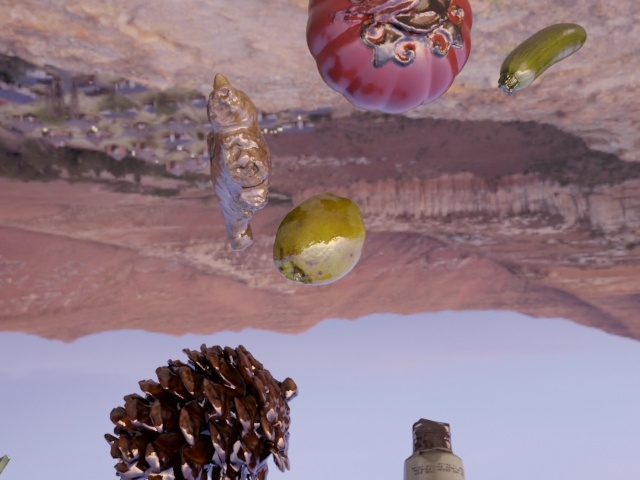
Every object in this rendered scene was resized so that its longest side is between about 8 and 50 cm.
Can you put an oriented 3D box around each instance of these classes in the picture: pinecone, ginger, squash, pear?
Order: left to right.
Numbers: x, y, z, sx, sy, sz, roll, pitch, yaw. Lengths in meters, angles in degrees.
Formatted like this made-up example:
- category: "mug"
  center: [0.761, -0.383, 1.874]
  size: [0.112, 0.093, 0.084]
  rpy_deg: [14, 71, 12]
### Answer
- category: "pinecone"
  center: [-0.156, 0.256, 0.869]
  size: [0.272, 0.224, 0.224]
  rpy_deg: [-17, -179, -14]
- category: "ginger"
  center: [-0.116, -0.105, 0.882]
  size: [0.080, 0.166, 0.333]
  rpy_deg: [-13, 166, -9]
- category: "pear"
  center: [0.000, 0.000, 0.785]
  size: [0.107, 0.131, 0.107]
  rpy_deg: [24, 154, 12]
- category: "squash"
  center: [0.381, -0.324, 1.094]
  size: [0.258, 0.069, 0.069]
  rpy_deg: [-35, -165, -31]

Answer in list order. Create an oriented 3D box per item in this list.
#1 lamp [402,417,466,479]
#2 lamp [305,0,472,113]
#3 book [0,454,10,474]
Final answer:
- category: "lamp"
  center: [0.179, 0.407, 0.866]
  size: [0.181, 0.314, 0.182]
  rpy_deg: [15, 153, 8]
- category: "lamp"
  center: [0.093, -0.282, 0.832]
  size: [0.226, 0.227, 0.227]
  rpy_deg: [-4, 178, 0]
- category: "book"
  center: [-0.602, 0.429, 1.068]
  size: [0.135, 0.017, 0.103]
  rpy_deg: [-31, -164, 5]
